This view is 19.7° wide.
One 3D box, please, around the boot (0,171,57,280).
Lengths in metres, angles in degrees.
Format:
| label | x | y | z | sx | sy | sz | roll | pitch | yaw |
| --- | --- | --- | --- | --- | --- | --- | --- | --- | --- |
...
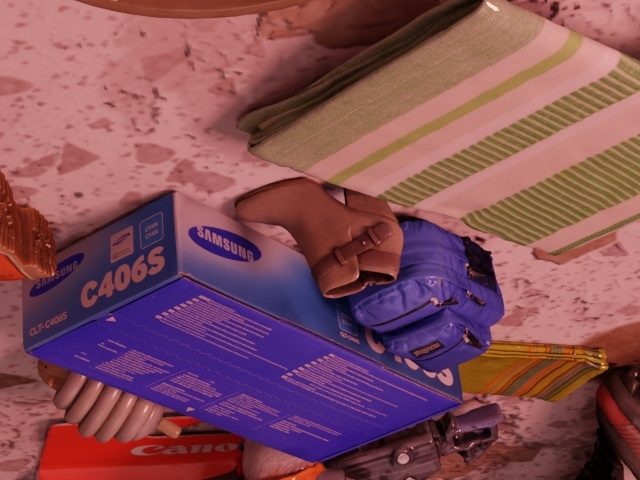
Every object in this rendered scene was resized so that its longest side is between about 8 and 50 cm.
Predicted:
| label | x | y | z | sx | sy | sz | roll | pitch | yaw |
| --- | --- | --- | --- | --- | --- | --- | --- | --- | --- |
| boot | -0.248 | -0.008 | 1.279 | 0.084 | 0.059 | 0.158 | -8 | 155 | 9 |

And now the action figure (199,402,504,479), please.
| label | x | y | z | sx | sy | sz | roll | pitch | yaw |
| --- | --- | --- | --- | --- | --- | --- | --- | --- | --- |
| action figure | 0.037 | 0.284 | 1.711 | 0.341 | 0.178 | 0.330 | -23 | 110 | 3 |

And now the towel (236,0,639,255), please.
| label | x | y | z | sx | sy | sz | roll | pitch | yaw |
| --- | --- | --- | --- | --- | --- | --- | --- | --- | --- |
| towel | 0.139 | -0.073 | 1.261 | 0.325 | 0.038 | 0.248 | 16 | 151 | -38 |

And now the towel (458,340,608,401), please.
| label | x | y | z | sx | sy | sz | roll | pitch | yaw |
| --- | --- | --- | --- | --- | --- | --- | --- | --- | --- |
| towel | 0.139 | 0.121 | 1.686 | 0.237 | 0.021 | 0.102 | 5 | 150 | -25 |

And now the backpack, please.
| label | x | y | z | sx | sy | sz | roll | pitch | yaw |
| --- | --- | --- | --- | --- | --- | --- | --- | --- | --- |
| backpack | 0.079 | 0.040 | 1.423 | 0.098 | 0.101 | 0.120 | -29 | 144 | 22 |

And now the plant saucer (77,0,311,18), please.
| label | x | y | z | sx | sy | sz | roll | pitch | yaw |
| --- | --- | --- | --- | --- | --- | --- | --- | --- | --- |
| plant saucer | -0.050 | -0.207 | 0.958 | 0.278 | 0.041 | 0.278 | -6 | 153 | -3 |

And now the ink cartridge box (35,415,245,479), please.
| label | x | y | z | sx | sy | sz | roll | pitch | yaw |
| --- | --- | --- | --- | --- | --- | --- | --- | --- | --- |
| ink cartridge box | -0.133 | 0.281 | 1.848 | 0.308 | 0.091 | 0.385 | -1 | 154 | -15 |

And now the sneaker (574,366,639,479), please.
| label | x | y | z | sx | sy | sz | roll | pitch | yaw |
| --- | --- | --- | --- | --- | --- | --- | --- | --- | --- |
| sneaker | 0.305 | 0.231 | 1.807 | 0.135 | 0.098 | 0.276 | -26 | 136 | 5 |

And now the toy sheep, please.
| label | x | y | z | sx | sy | sz | roll | pitch | yaw |
| --- | --- | --- | --- | --- | --- | --- | --- | --- | --- |
| toy sheep | -0.174 | 0.128 | 1.532 | 0.132 | 0.091 | 0.091 | 26 | 144 | -10 |

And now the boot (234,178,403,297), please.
| label | x | y | z | sx | sy | sz | roll | pitch | yaw |
| --- | --- | --- | --- | --- | --- | --- | --- | --- | --- |
| boot | 0.000 | 0.000 | 1.330 | 0.118 | 0.087 | 0.042 | -12 | 155 | 8 |

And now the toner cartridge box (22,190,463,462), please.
| label | x | y | z | sx | sy | sz | roll | pitch | yaw |
| --- | --- | --- | --- | --- | --- | --- | --- | --- | --- |
| toner cartridge box | -0.054 | 0.079 | 1.465 | 0.165 | 0.075 | 0.348 | -26 | 145 | 30 |
